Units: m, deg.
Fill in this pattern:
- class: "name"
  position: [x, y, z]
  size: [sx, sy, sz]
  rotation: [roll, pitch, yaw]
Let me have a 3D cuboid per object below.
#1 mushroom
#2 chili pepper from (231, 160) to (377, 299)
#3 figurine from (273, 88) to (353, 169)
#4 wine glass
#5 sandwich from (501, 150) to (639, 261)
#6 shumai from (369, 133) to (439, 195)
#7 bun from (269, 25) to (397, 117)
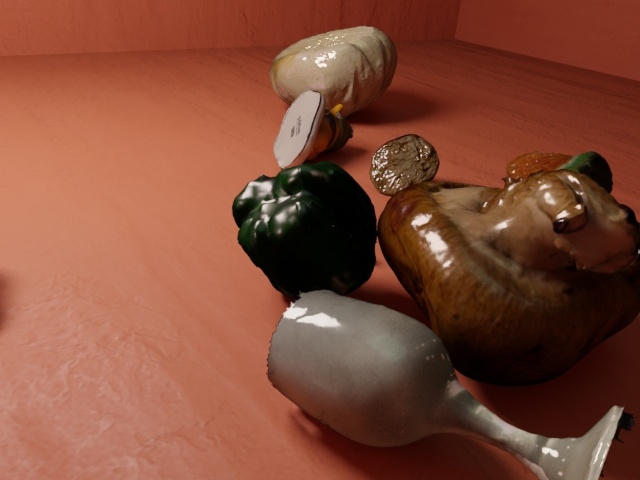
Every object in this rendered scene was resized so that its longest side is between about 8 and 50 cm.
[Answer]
- class: "mushroom"
  position: [0.239, 0.011, 0.688]
  size: [0.345, 0.260, 0.345]
  rotation: [12, 28, -7]
- class: "chili pepper"
  position: [0.000, 0.000, 0.780]
  size: [0.173, 0.261, 0.165]
  rotation: [-27, 55, 15]
- class: "figurine"
  position: [-0.004, -0.219, 1.290]
  size: [0.141, 0.166, 0.250]
  rotation: [32, 46, -26]
- class: "wine glass"
  position: [0.101, 0.150, 0.531]
  size: [0.321, 0.143, 0.143]
  rotation: [23, 33, 31]
- class: "sandwich"
  position: [0.417, -0.076, 0.968]
  size: [0.250, 0.162, 0.301]
  rotation: [10, 26, -20]
- class: "shumai"
  position: [0.175, -0.148, 1.176]
  size: [0.123, 0.139, 0.105]
  rotation: [52, 14, 20]
- class: "bun"
  position: [0.044, -0.464, 1.613]
  size: [0.365, 0.219, 0.365]
  rotation: [-11, 26, 6]
